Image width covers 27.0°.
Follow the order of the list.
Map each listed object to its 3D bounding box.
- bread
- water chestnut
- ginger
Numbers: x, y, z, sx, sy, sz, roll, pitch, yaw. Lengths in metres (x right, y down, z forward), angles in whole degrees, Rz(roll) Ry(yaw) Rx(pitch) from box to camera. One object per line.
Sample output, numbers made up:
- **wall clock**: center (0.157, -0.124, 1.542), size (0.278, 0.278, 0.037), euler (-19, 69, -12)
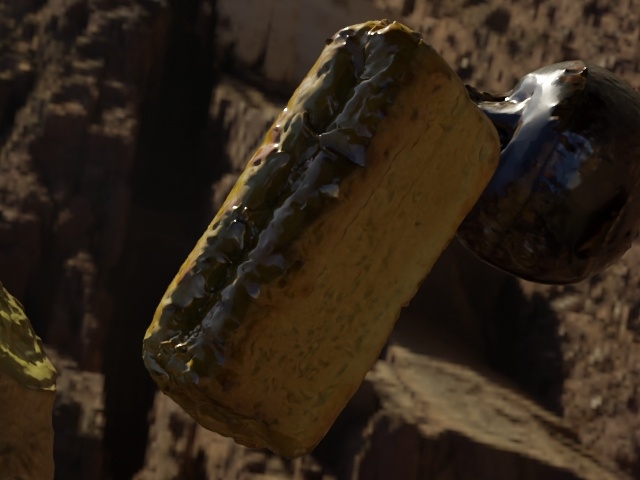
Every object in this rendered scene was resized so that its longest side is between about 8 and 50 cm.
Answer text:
- **bread**: center (0.000, 0.000, 0.648), size (0.083, 0.114, 0.211), euler (23, 74, 40)
- **water chestnut**: center (0.212, -0.073, 1.273), size (0.224, 0.238, 0.224), euler (-54, 11, 16)
- **ginger**: center (-0.328, 0.130, 1.114), size (0.221, 0.276, 0.130), euler (-47, -19, 13)
